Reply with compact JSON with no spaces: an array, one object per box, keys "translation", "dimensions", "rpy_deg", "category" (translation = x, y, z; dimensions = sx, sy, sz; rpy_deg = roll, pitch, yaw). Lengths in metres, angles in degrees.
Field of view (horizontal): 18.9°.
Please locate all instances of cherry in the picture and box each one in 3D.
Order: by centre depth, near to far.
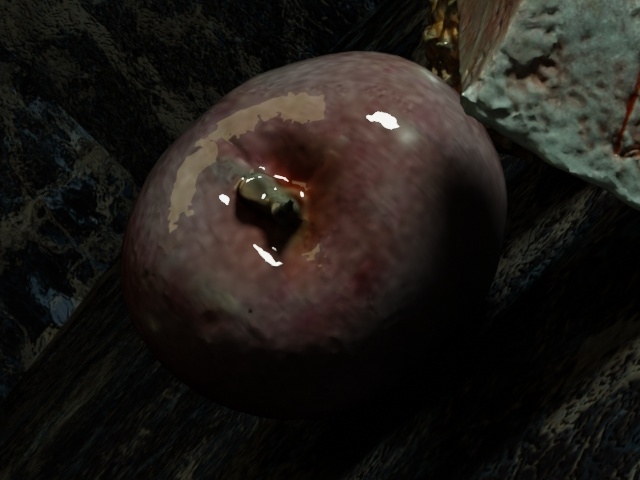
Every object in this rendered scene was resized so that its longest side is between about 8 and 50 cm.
[{"translation":[0.000,0.000,1.268],"dimensions":[0.261,0.221,0.307],"rpy_deg":[-37,-4,4],"category":"cherry"}]

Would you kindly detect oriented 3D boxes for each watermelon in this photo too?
[{"translation":[0.185,-0.092,1.023],"dimensions":[0.201,0.213,0.262],"rpy_deg":[-66,10,-19],"category":"watermelon"}]

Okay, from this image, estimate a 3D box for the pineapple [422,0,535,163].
[{"translation":[0.210,-0.170,1.250],"dimensions":[0.364,0.165,0.165],"rpy_deg":[-30,18,53],"category":"pineapple"}]
